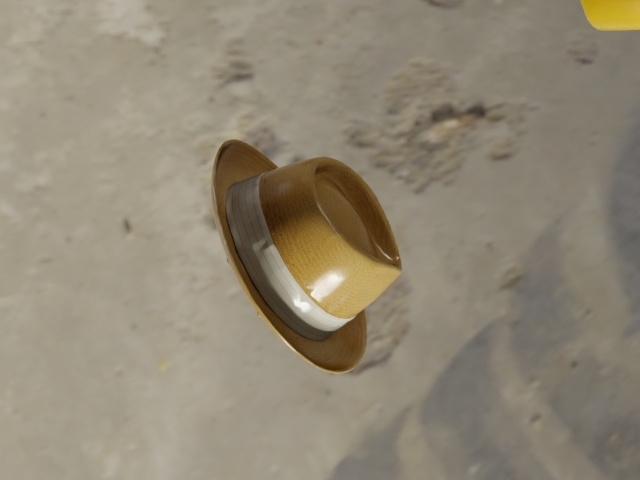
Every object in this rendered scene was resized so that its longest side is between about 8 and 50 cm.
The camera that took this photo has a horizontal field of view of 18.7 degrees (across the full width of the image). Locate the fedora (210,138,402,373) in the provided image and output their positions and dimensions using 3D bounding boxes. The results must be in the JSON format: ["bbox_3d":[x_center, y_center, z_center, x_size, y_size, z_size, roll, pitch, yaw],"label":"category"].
[{"bbox_3d":[0.000,0.000,1.397,0.079,0.194,0.194,-26,87,22],"label":"fedora"}]

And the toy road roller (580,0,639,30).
[{"bbox_3d":[0.223,-0.252,0.834,0.202,0.240,0.330,1,115,29],"label":"toy road roller"}]
